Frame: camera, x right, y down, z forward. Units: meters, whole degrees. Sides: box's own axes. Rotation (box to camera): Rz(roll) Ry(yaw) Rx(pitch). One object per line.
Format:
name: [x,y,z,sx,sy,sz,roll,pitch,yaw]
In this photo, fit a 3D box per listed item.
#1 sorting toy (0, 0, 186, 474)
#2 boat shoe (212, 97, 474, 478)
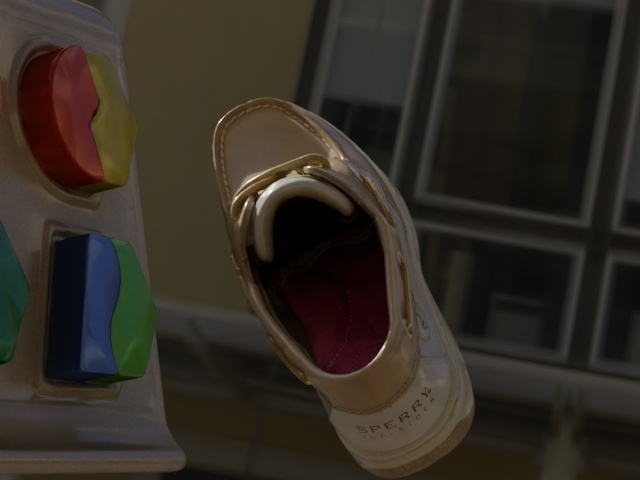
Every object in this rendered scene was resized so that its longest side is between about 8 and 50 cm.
sorting toy: [-0.115,-0.016,0.695,0.038,0.208,0.193,-18,-14,25]
boat shoe: [0.000,0.000,0.623,0.063,0.170,0.059,-32,-43,2]
